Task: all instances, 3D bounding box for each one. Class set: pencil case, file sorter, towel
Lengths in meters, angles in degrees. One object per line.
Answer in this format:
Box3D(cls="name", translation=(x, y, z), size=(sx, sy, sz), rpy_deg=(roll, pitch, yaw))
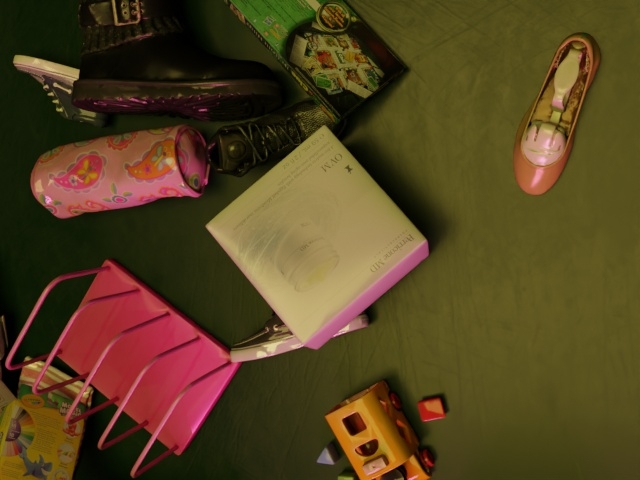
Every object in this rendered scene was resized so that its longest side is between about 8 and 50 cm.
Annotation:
Box3D(cls="pencil case", translation=(-0.321, -0.109, 1.411), size=(0.284, 0.124, 0.124), rpy_deg=(-9, 92, 20))
Box3D(cls="file sorter", translation=(-0.321, 0.202, 1.400), size=(0.291, 0.182, 0.202), rpy_deg=(36, 105, 13))
Box3D(cls="towel", translation=(-0.480, 0.317, 1.538), size=(0.144, 0.029, 0.197), rpy_deg=(21, 105, 15))

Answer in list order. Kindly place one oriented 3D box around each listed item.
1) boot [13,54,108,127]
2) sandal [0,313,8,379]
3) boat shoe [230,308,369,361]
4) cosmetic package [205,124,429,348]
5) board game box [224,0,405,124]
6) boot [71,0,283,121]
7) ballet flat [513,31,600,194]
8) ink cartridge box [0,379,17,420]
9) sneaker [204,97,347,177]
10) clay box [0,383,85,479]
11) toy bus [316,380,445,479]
Box3D(cls="boot", translation=(-0.433, -0.249, 1.457), size=(0.190, 0.069, 0.086), rpy_deg=(17, 97, 15))
Box3D(cls="sandal", translation=(-0.596, 0.133, 1.536), size=(0.102, 0.076, 0.265), rpy_deg=(-1, 110, 34))
Box3D(cls="boat shoe", translation=(-0.040, 0.129, 1.355), size=(0.229, 0.080, 0.076), rpy_deg=(-19, 83, 18))
Box3D(cls="cosmetic package", translation=(0.000, 0.000, 1.261), size=(0.224, 0.138, 0.224), rpy_deg=(-41, 79, 0))
Box3D(cls="board game box", translation=(-0.010, -0.306, 1.300), size=(0.136, 0.030, 0.259), rpy_deg=(-39, 80, -10))
Box3D(cls="boot", translation=(-0.222, -0.328, 1.349), size=(0.348, 0.131, 0.260), rpy_deg=(4, 84, 6))
Box3D(cls="ballet flat", translation=(0.318, -0.175, 1.207), size=(0.080, 0.073, 0.232), rpy_deg=(19, 101, 17))
Box3D(cls="ink cartridge box", translation=(-0.690, 0.290, 1.524), size=(0.309, 0.130, 0.272), rpy_deg=(47, 123, 7))
Box3D(cls="sneaker", translation=(-0.073, -0.149, 1.309), size=(0.228, 0.130, 0.087), rpy_deg=(-12, 106, 18))
Box3D(cls="clay box", translation=(-0.465, 0.356, 1.419), size=(0.053, 0.127, 0.222), rpy_deg=(-31, 42, 39))
Box3D(cls="toy bus", translation=(0.091, 0.316, 1.311), size=(0.202, 0.104, 0.190), rpy_deg=(15, 100, 17))
